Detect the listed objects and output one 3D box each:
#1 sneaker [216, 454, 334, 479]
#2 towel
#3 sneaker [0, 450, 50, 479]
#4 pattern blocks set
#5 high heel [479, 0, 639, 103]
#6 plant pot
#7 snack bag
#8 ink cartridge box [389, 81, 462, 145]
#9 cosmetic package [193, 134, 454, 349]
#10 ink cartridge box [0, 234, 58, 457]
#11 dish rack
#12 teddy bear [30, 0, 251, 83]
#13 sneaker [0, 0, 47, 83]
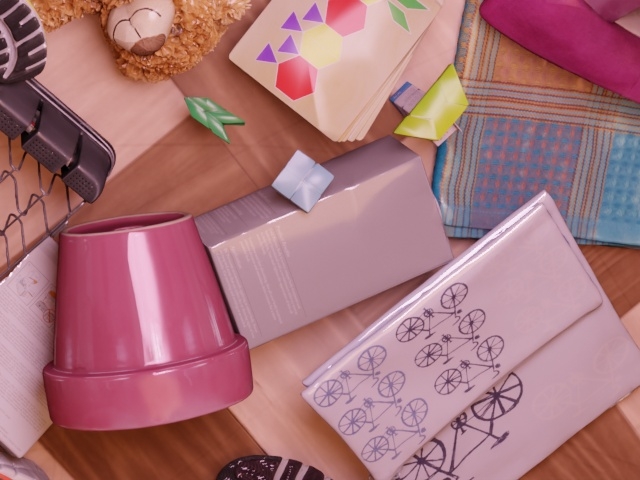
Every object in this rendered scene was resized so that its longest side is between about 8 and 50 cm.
[{"bbox_3d":[0.012,0.333,2.062,0.281,0.106,0.162,21,146,3],"label":"sneaker"},{"bbox_3d":[0.262,-0.171,2.009,0.271,0.040,0.370,4,106,-20],"label":"towel"},{"bbox_3d":[-0.346,0.236,1.931,0.158,0.061,0.065,30,103,-24],"label":"sneaker"},{"bbox_3d":[0.019,-0.204,1.874,0.325,0.026,0.285,-44,92,-3],"label":"pattern blocks set"},{"bbox_3d":[0.324,-0.163,1.983,0.181,0.127,0.377,-23,124,25],"label":"high heel"},{"bbox_3d":[-0.173,0.071,1.850,0.201,0.201,0.180,-9,97,-15],"label":"plant pot"},{"bbox_3d":[0.176,0.151,2.036,0.323,0.037,0.342,-38,132,-2],"label":"snack bag"},{"bbox_3d":[0.106,-0.126,1.946,0.028,0.083,0.048,-44,115,-1],"label":"ink cartridge box"},{"bbox_3d":[0.000,0.000,1.945,0.238,0.107,0.127,-23,113,-13],"label":"cosmetic package"},{"bbox_3d":[-0.293,0.103,1.924,0.179,0.045,0.145,-50,116,-18],"label":"ink cartridge box"},{"bbox_3d":[-0.351,-0.042,1.817,0.271,0.074,0.208,-40,116,18],"label":"dish rack"},{"bbox_3d":[-0.219,-0.282,1.754,0.245,0.113,0.338,-23,108,1],"label":"teddy bear"},{"bbox_3d":[-0.302,-0.230,1.704,0.081,0.094,0.208,-22,128,11],"label":"sneaker"}]
